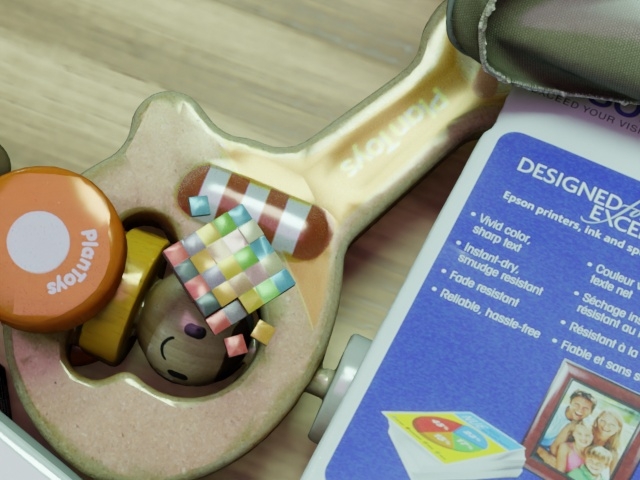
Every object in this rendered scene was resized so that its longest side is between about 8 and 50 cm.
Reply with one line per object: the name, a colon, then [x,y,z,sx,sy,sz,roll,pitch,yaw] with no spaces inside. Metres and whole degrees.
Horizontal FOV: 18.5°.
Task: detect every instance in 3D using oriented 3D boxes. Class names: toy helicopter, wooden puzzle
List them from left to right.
wooden puzzle: [-0.045,0.015,0.975,0.049,0.006,0.083,-32,86,-19]
toy helicopter: [0.000,0.000,1.041,0.355,0.140,0.235,-39,79,-9]

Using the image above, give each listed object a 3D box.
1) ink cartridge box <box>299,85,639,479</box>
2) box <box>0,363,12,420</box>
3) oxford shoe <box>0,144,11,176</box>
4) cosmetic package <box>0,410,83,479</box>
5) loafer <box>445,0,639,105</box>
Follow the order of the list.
ink cartridge box: [0.182,0.077,0.933,0.304,0.072,0.307,23,53,10]
box: [-0.250,0.171,1.056,0.184,0.045,0.190,-9,76,2]
oxford shoe: [-0.235,-0.120,1.111,0.096,0.083,0.227,-35,77,-10]
cosmetic package: [-0.211,0.134,0.933,0.385,0.217,0.156,38,80,12]
loafer: [0.188,-0.105,0.958,0.251,0.094,0.087,1,35,-6]
